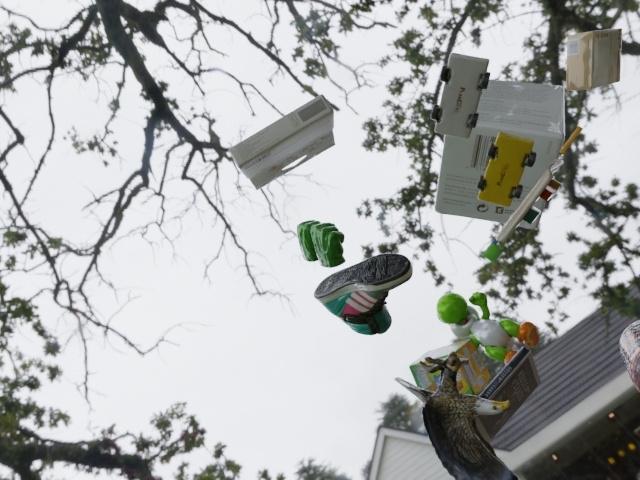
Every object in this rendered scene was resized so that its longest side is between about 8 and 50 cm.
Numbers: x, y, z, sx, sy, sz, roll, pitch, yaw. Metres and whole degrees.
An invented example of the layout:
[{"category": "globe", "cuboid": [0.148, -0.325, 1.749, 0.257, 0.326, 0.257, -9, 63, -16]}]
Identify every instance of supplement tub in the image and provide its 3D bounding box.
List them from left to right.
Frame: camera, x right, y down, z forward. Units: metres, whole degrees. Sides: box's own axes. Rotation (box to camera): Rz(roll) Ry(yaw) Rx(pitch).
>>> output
[{"category": "supplement tub", "cuboid": [0.536, 0.192, 0.771, 0.106, 0.106, 0.198, -51, -15, 20]}]

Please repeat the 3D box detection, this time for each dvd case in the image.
[{"category": "dvd case", "cuboid": [0.465, 0.401, 1.257, 0.238, 0.029, 0.179, -43, -49, -10]}]

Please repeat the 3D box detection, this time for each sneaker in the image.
[{"category": "sneaker", "cuboid": [0.139, 0.148, 1.232, 0.295, 0.124, 0.178, -22, -61, 42]}]

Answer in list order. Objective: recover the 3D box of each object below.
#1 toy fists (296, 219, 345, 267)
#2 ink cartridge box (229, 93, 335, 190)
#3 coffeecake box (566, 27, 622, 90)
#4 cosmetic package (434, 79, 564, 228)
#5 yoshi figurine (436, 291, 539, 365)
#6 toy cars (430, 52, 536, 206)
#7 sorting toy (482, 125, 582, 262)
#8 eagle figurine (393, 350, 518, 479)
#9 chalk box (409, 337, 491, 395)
[{"category": "toy fists", "cuboid": [0.000, 0.000, 1.701, 0.096, 0.279, 0.142, -22, -75, -20]}, {"category": "ink cartridge box", "cuboid": [-0.099, -0.273, 1.433, 0.296, 0.066, 0.261, -31, -8, -2]}, {"category": "coffeecake box", "cuboid": [0.741, -0.489, 1.337, 0.185, 0.068, 0.142, -21, -69, -36]}, {"category": "cosmetic package", "cuboid": [0.582, -0.298, 1.612, 0.394, 0.329, 0.327, -58, -27, -46]}, {"category": "yoshi figurine", "cuboid": [0.529, 0.285, 1.680, 0.203, 0.362, 0.203, -20, -62, -33]}, {"category": "toy cars", "cuboid": [0.371, -0.251, 1.118, 0.176, 0.087, 0.394, -19, -60, 41]}, {"category": "sorting toy", "cuboid": [0.469, -0.085, 1.080, 0.196, 0.047, 0.348, -28, -29, -55]}, {"category": "eagle figurine", "cuboid": [0.309, 0.398, 1.075, 0.226, 0.298, 0.225, 4, -22, -24]}, {"category": "chalk box", "cuboid": [0.356, 0.391, 1.445, 0.213, 0.132, 0.132, -31, -9, 38]}]
